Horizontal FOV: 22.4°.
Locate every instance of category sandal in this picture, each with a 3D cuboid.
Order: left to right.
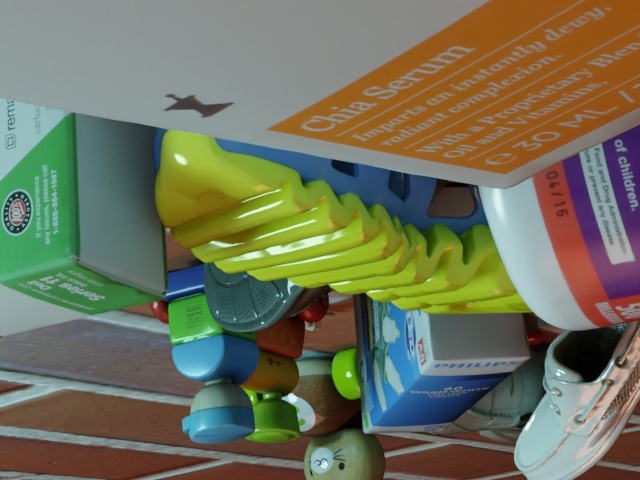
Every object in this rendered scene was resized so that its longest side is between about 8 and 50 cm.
[{"bbox_3d":[0.026,-0.040,0.910,0.126,0.138,0.317,-5,168,36],"label":"sandal"}]

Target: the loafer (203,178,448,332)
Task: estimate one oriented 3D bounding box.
[{"bbox_3d":[0.000,0.000,1.125,0.084,0.096,0.267,-3,162,-27],"label":"loafer"}]

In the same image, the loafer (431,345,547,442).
[{"bbox_3d":[0.164,0.135,1.595,0.111,0.112,0.319,-25,160,24],"label":"loafer"}]

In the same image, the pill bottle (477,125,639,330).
[{"bbox_3d":[0.249,-0.066,0.821,0.323,0.181,0.181,-12,162,23],"label":"pill bottle"}]

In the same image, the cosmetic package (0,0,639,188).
[{"bbox_3d":[-0.040,-0.151,0.506,0.453,0.161,0.230,8,158,-35],"label":"cosmetic package"}]

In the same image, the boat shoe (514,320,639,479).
[{"bbox_3d":[0.248,0.121,1.499,0.096,0.098,0.277,21,123,-22],"label":"boat shoe"}]

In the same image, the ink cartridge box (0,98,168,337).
[{"bbox_3d":[-0.193,-0.027,0.874,0.208,0.153,0.087,-15,160,26],"label":"ink cartridge box"}]

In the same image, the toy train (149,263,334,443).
[{"bbox_3d":[-0.039,0.106,1.359,0.105,0.143,0.248,-14,161,27],"label":"toy train"}]

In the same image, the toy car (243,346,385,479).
[{"bbox_3d":[0.014,0.221,1.669,0.155,0.188,0.149,-17,160,32],"label":"toy car"}]

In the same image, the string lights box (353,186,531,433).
[{"bbox_3d":[0.089,0.061,1.268,0.077,0.133,0.259,-1,162,-10],"label":"string lights box"}]

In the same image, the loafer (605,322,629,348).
[{"bbox_3d":[0.334,0.076,1.537,0.170,0.062,0.061,-17,137,25],"label":"loafer"}]

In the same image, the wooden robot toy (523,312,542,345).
[{"bbox_3d":[0.153,0.044,1.350,0.079,0.076,0.173,20,151,-32],"label":"wooden robot toy"}]
